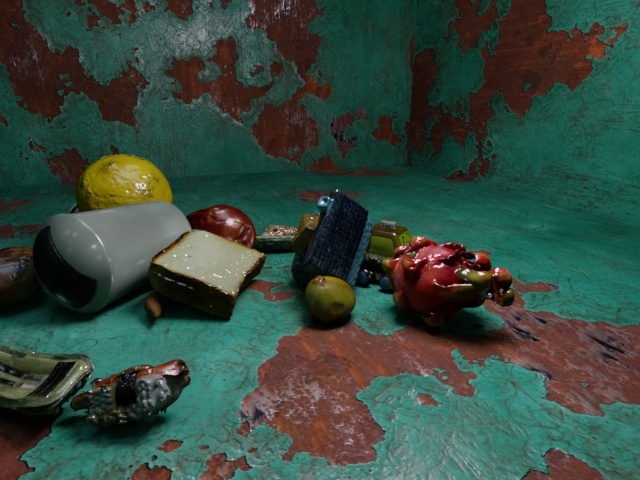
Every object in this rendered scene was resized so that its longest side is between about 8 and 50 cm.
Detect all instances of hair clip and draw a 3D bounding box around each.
[{"bbox_3d":[-0.590,0.276,0.863,0.321,0.091,0.138,5,31,15],"label":"hair clip"}]

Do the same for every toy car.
[{"bbox_3d":[0.219,0.036,1.431,0.248,0.198,0.204,13,21,30],"label":"toy car"}]

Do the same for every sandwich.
[{"bbox_3d":[-0.331,0.084,1.307,0.271,0.099,0.301,19,25,3],"label":"sandwich"}]

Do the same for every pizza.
[{"bbox_3d":[-0.195,-0.033,1.881,0.185,0.052,0.195,7,19,31],"label":"pizza"}]

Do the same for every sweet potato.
[{"bbox_3d":[-0.450,0.158,1.274,0.067,0.059,0.281,21,19,-5],"label":"sweet potato"}]

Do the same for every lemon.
[{"bbox_3d":[-0.738,-0.142,1.698,0.350,0.387,0.350,0,47,0],"label":"lemon"}]

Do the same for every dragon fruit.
[{"bbox_3d":[0.325,0.097,1.173,0.307,0.227,0.243,-25,41,19],"label":"dragon fruit"}]

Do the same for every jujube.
[{"bbox_3d":[-0.372,-0.018,1.579,0.318,0.223,0.223,0,14,40],"label":"jujube"}]

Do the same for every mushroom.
[{"bbox_3d":[-0.916,0.108,1.279,0.253,0.153,0.253,-12,18,4],"label":"mushroom"}]

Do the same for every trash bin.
[{"bbox_3d":[-0.610,0.032,1.327,0.280,0.280,0.432,7,16,21],"label":"trash bin"}]

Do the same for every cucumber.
[{"bbox_3d":[-0.147,0.011,1.720,0.244,0.063,0.115,-3,6,-5],"label":"cucumber"}]

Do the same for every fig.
[{"bbox_3d":[0.023,0.158,1.197,0.136,0.120,0.153,2,-6,24],"label":"fig"}]

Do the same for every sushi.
[{"bbox_3d":[-0.347,0.290,0.816,0.226,0.097,0.103,-14,12,4],"label":"sushi"}]

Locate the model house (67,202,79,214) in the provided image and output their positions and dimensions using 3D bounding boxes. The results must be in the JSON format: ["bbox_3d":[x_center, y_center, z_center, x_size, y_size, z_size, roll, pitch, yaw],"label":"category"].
[{"bbox_3d":[-0.930,-0.097,1.924,0.229,0.199,0.219,25,60,-3],"label":"model house"}]

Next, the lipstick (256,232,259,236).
[{"bbox_3d":[-0.284,-0.023,1.758,0.045,0.045,0.145,33,-1,6],"label":"lipstick"}]

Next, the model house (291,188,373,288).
[{"bbox_3d":[0.000,0.000,1.310,0.226,0.261,0.241,13,-16,22],"label":"model house"}]
